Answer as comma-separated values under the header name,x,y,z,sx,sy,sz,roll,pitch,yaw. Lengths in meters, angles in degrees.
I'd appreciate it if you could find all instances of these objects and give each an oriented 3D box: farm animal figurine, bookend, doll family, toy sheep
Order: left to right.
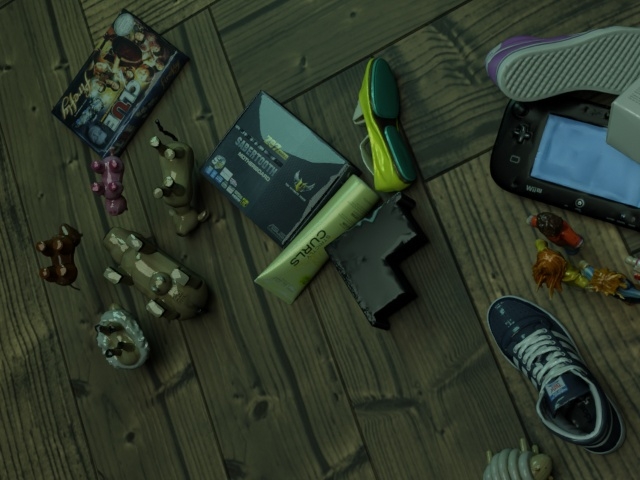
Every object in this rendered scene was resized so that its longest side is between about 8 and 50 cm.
name,x,y,z,sx,sy,sz,roll,pitch,yaw
farm animal figurine,-0.300,0.012,1.989,0.330,0.172,0.326,-38,79,7
bookend,0.115,0.033,1.831,0.157,0.072,0.156,-38,68,13
toy sheep,0.282,0.345,1.687,0.132,0.091,0.091,-31,68,32
doll family,0.397,0.050,1.644,0.263,0.163,0.118,23,90,27

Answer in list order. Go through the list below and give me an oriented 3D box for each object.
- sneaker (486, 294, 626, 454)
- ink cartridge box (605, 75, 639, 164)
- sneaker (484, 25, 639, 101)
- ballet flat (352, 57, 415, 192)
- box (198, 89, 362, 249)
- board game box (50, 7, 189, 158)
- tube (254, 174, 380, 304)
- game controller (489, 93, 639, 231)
name,x,y,z,sx,sy,sz,roll,pitch,yaw
sneaker,0.327,0.183,1.656,0.099,0.153,0.282,-42,66,12
ink cartridge box,0.544,-0.193,1.609,0.237,0.100,0.172,-42,62,-18
sneaker,0.390,-0.283,1.750,0.282,0.161,0.102,-4,110,-5
ballet flat,0.093,-0.186,1.889,0.077,0.077,0.230,-23,72,37
box,-0.071,-0.118,1.956,0.233,0.059,0.183,43,98,25
board game box,-0.375,-0.289,2.142,0.165,0.042,0.243,39,97,26
tube,0.000,0.000,1.892,0.070,0.062,0.240,42,96,2
game controller,0.413,-0.119,1.725,0.319,0.067,0.166,19,88,28
